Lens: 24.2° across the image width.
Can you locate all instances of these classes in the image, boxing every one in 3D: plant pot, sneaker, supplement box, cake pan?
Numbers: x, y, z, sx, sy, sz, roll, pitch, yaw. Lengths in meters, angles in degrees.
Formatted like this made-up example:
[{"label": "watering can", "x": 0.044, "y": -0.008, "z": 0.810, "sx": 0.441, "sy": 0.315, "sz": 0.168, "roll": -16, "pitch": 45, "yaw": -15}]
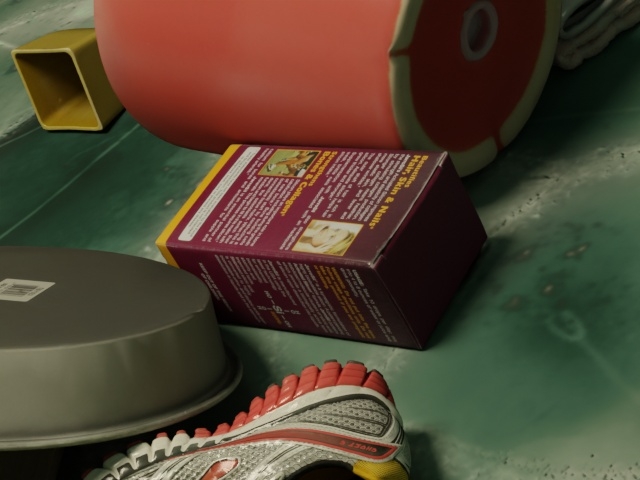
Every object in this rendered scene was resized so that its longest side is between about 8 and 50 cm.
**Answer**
[{"label": "plant pot", "x": -0.212, "y": -0.155, "z": 1.352, "sx": 0.081, "sy": 0.081, "sz": 0.083, "roll": 5, "pitch": 35, "yaw": 39}, {"label": "plant pot", "x": 0.020, "y": -0.167, "z": 1.064, "sx": 0.243, "sy": 0.275, "sz": 0.275, "roll": 20, "pitch": 55, "yaw": 37}, {"label": "sneaker", "x": -0.054, "y": 0.150, "z": 0.821, "sx": 0.225, "sy": 0.088, "sz": 0.093, "roll": -29, "pitch": 41, "yaw": 3}, {"label": "supplement box", "x": 0.000, "y": 0.000, "z": 0.987, "sx": 0.188, "sy": 0.081, "sz": 0.104, "roll": 5, "pitch": 49, "yaw": 39}, {"label": "cake pan", "x": -0.194, "y": 0.056, "z": 0.926, "sx": 0.293, "sy": 0.054, "sz": 0.293, "roll": 2, "pitch": 12, "yaw": 0}]

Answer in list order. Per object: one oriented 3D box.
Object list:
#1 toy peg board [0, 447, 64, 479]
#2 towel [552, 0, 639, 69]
[{"label": "toy peg board", "x": -0.238, "y": 0.151, "z": 0.975, "sx": 0.160, "sy": 0.079, "sz": 0.161, "roll": -3, "pitch": 37, "yaw": 7}, {"label": "towel", "x": 0.213, "y": -0.278, "z": 1.248, "sx": 0.332, "sy": 0.053, "sz": 0.317, "roll": -37, "pitch": 35, "yaw": -17}]
